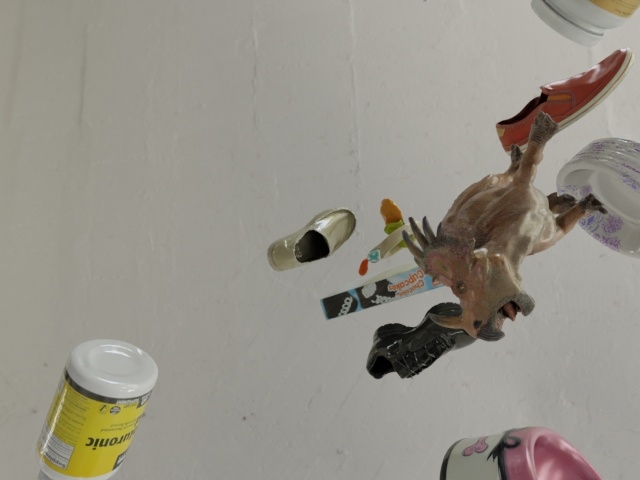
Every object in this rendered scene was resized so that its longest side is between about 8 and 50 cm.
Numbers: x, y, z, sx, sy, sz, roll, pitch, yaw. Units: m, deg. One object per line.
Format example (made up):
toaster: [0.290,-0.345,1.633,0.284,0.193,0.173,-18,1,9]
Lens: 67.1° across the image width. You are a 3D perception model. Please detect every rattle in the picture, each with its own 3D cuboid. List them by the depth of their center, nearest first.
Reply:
rattle: [0.137,-0.017,1.158,0.200,0.130,0.142,-26,-93,-24]

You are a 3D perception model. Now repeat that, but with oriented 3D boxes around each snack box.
snack box: [0.177,0.101,1.149,0.322,0.187,0.060,-21,-91,26]

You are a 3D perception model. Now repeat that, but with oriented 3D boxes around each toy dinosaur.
toy dinosaur: [0.182,-0.013,0.537,0.200,0.296,0.127,-40,-94,10]

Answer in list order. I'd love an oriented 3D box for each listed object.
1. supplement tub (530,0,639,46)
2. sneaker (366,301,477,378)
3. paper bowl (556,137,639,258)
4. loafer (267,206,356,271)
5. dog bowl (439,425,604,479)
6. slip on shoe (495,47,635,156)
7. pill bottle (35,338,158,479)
supplement tub: [0.417,-0.400,0.686,0.144,0.199,0.144,14,-131,-16]
sneaker: [0.210,0.223,0.997,0.109,0.286,0.130,47,-137,-8]
paper bowl: [0.690,-0.107,1.070,0.148,0.284,0.284,-40,-118,-4]
loafer: [0.000,0.000,1.153,0.268,0.101,0.092,-33,-157,-32]
dog bowl: [0.381,0.486,0.760,0.150,0.408,0.408,-43,-122,27]
slip on shoe: [0.560,-0.329,1.123,0.331,0.123,0.101,-37,-78,27]
pill bottle: [-0.173,0.139,0.364,0.065,0.065,0.116,30,-77,25]
